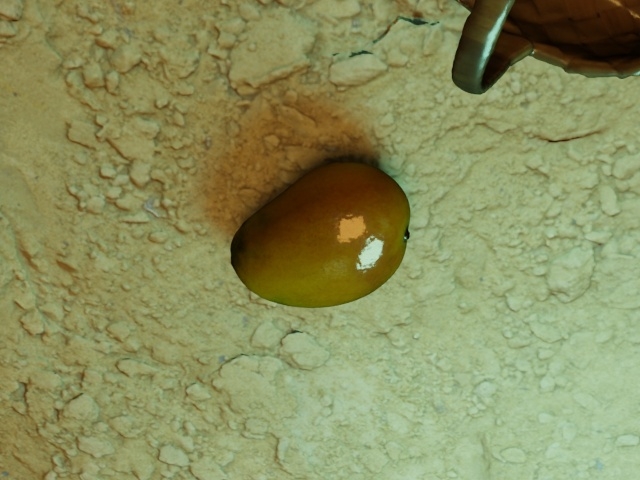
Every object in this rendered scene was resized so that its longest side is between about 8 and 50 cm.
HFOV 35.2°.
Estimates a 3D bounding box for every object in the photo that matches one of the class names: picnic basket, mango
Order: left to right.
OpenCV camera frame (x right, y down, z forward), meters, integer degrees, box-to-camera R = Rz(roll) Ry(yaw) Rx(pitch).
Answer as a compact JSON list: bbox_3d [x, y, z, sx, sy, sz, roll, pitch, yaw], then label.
[{"bbox_3d":[0.006,0.004,1.305,0.254,0.139,0.175,-35,98,32],"label":"mango"},{"bbox_3d":[0.221,-0.276,0.942,0.337,0.337,0.293,18,138,-3],"label":"picnic basket"}]
